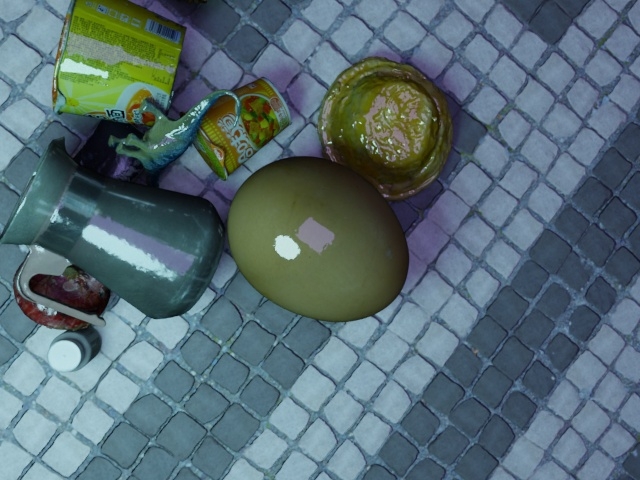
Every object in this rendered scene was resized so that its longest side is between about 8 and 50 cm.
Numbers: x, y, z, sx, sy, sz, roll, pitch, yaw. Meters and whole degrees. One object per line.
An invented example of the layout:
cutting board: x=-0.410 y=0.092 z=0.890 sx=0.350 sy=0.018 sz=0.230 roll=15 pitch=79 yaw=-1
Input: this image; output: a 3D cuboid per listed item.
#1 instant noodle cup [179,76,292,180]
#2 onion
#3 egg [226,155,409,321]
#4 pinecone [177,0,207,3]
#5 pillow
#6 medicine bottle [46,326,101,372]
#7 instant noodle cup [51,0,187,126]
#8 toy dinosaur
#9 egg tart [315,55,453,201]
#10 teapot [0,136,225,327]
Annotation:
instant noodle cup: x=-0.164 y=-0.238 z=1.229 sx=0.185 sy=0.168 sz=0.168 roll=-36 pitch=95 yaw=-14
onion: x=-0.516 y=0.104 z=1.186 sx=0.184 sy=0.184 sz=0.147 roll=47 pitch=121 yaw=-6
egg: x=0.000 y=0.000 z=1.175 sx=0.374 sy=0.301 sz=0.301 roll=27 pitch=87 yaw=-15
pinecone: x=-0.256 y=-0.607 z=1.178 sx=0.224 sy=0.224 sz=0.272 roll=-2 pitch=108 yaw=-8
pillow: x=-0.440 y=-0.152 z=1.233 sx=0.141 sy=0.055 sz=0.208 roll=38 pitch=85 yaw=-6
medicine bottle: x=-0.488 y=0.215 z=1.189 sx=0.079 sy=0.140 sz=0.079 roll=0 pitch=91 yaw=-8
instant noodle cup: x=-0.377 y=-0.341 z=1.155 sx=0.200 sy=0.264 sz=0.264 roll=13 pitch=89 yaw=-17
toy dinosaur: x=-0.297 y=-0.186 z=1.125 sx=0.147 sy=0.363 sz=0.076 roll=18 pitch=51 yaw=-36
egg tart: x=0.147 y=-0.241 z=1.280 sx=0.319 sy=0.128 sz=0.318 roll=0 pitch=93 yaw=-6
teapot: x=-0.384 y=0.004 z=1.109 sx=0.344 sy=0.253 sz=0.300 roll=27 pitch=82 yaw=-26
